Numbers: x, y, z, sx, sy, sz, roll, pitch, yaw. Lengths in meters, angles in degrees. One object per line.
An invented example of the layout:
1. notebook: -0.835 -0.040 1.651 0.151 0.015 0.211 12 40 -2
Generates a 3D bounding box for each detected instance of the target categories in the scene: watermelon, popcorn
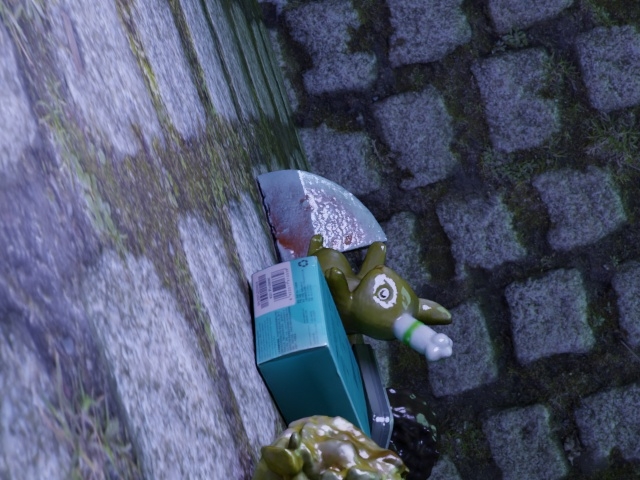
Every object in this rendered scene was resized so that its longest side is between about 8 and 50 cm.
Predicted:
1. watermelon: 0.000 0.000 1.953 0.320 0.289 0.214 86 25 -43
2. popcorn: 0.006 0.295 1.071 0.185 0.167 0.187 44 -19 3

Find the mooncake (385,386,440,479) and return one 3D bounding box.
1. mooncake: 0.162 0.451 2.029 0.124 0.228 0.228 -92 165 -70

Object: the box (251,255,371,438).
1. box: -0.012 0.207 1.478 0.205 0.118 0.311 -96 169 -47

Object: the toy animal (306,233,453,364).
1. toy animal: 0.088 0.099 1.632 0.181 0.362 0.181 -36 122 -50

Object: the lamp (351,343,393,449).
1. lamp: 0.074 0.367 1.707 0.269 0.047 0.267 -102 -159 -64

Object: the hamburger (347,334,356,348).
1. hamburger: 0.022 0.206 1.888 0.173 0.116 0.210 57 20 -76
